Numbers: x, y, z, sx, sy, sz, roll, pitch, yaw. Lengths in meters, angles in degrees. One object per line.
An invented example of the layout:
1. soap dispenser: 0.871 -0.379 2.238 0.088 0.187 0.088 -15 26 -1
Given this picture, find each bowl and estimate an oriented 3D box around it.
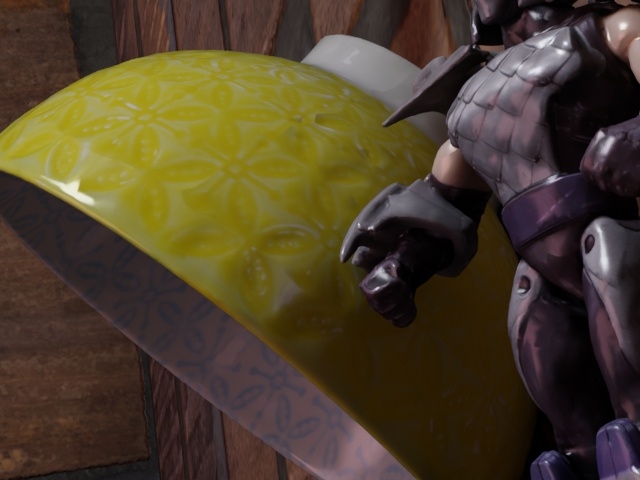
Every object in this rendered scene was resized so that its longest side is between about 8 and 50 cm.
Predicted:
1. bowl: 0.000 0.000 0.759 0.156 0.289 0.289 -52 5 -12

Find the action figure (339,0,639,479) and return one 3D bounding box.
1. action figure: 0.087 0.012 0.546 0.185 0.099 0.285 -38 61 61
